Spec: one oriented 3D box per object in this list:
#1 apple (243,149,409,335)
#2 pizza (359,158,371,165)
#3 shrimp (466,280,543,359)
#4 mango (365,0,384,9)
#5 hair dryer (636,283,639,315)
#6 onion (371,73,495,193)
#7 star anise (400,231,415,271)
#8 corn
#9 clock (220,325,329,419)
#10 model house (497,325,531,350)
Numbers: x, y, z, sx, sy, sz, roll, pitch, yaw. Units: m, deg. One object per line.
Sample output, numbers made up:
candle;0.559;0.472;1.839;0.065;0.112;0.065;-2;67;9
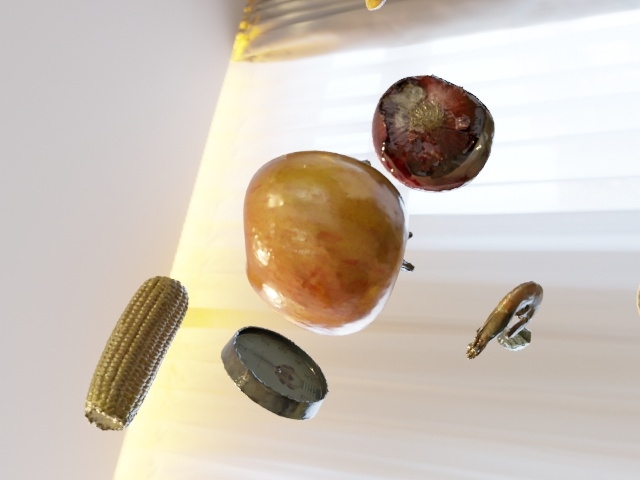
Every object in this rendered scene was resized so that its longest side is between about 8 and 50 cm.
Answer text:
apple;0.000;0.000;1.121;0.299;0.275;0.298;-165;90;-86
pizza;0.066;-0.202;1.975;0.131;0.178;0.041;-133;31;-72
shrimp;0.449;0.202;1.645;0.251;0.052;0.143;-44;-49;7
mango;0.151;-0.672;1.869;0.046;0.060;0.089;-55;-2;-38
hair dryer;0.525;-0.032;0.894;0.189;0.107;0.344;10;-94;-26
onion;0.241;-0.224;1.496;0.195;0.272;0.271;103;174;-78
star anise;0.138;0.025;1.810;0.272;0.103;0.271;-6;-80;-33
corn;-0.386;0.230;1.432;0.131;0.131;0.344;61;-145;-40
clock;-0.117;0.348;1.822;0.061;0.312;0.313;-56;-24;17
model house;0.517;0.248;1.784;0.083;0.079;0.066;128;162;-60
